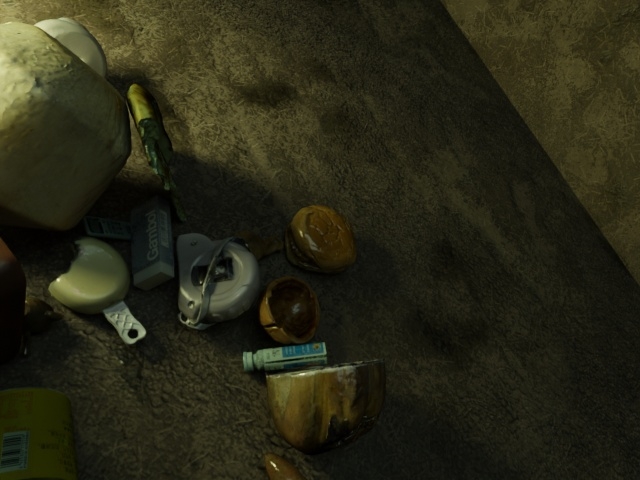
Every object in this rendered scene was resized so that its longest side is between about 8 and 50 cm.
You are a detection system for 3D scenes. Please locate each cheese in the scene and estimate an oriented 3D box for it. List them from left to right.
[{"bbox_3d":[-0.453,0.103,1.073,0.248,0.071,0.163,34,48,-4],"label":"cheese"}]

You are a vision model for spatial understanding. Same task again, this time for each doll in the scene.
[{"bbox_3d":[-0.701,-0.473,1.304,0.251,0.221,0.221,-1,55,-58],"label":"doll"}]

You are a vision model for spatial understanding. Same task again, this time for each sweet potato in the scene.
[{"bbox_3d":[0.000,0.567,0.987,0.341,0.092,0.114,42,22,3],"label":"sweet potato"}]

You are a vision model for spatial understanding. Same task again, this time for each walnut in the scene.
[{"bbox_3d":[-0.087,0.179,1.214,0.167,0.087,0.211,60,28,5],"label":"walnut"}]

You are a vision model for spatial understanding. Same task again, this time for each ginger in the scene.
[{"bbox_3d":[-0.171,0.010,1.318,0.096,0.067,0.165,50,35,11],"label":"ginger"}]

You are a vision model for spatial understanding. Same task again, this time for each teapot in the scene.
[{"bbox_3d":[-0.556,0.166,0.964,0.084,0.080,0.111,1,66,4],"label":"teapot"}]

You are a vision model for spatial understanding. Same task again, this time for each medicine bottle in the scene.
[{"bbox_3d":[-0.079,0.266,1.137,0.190,0.051,0.051,-5,56,-4],"label":"medicine bottle"}]

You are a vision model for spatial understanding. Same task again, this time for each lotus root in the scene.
[{"bbox_3d":[0.023,0.349,1.071,0.271,0.272,0.192,3,66,-29],"label":"lotus root"}]

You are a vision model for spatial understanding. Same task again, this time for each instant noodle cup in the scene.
[{"bbox_3d":[-0.477,0.370,0.784,0.215,0.216,0.236,4,48,-28],"label":"instant noodle cup"}]

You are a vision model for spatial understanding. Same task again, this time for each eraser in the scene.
[{"bbox_3d":[-0.394,0.003,1.166,0.046,0.091,0.213,38,31,-54],"label":"eraser"}]

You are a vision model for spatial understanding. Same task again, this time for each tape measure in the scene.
[{"bbox_3d":[-0.237,0.087,1.159,0.196,0.120,0.236,-9,60,-3],"label":"tape measure"}]

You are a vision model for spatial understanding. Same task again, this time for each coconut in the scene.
[{"bbox_3d":[-0.602,-0.203,1.001,0.415,0.416,0.344,-16,44,-38],"label":"coconut"}]

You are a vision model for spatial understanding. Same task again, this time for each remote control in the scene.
[{"bbox_3d":[-0.488,-0.026,1.155,0.124,0.017,0.053,12,48,-56],"label":"remote control"}]

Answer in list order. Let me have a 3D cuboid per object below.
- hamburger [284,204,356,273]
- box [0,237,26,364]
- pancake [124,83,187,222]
[{"bbox_3d":[0.000,0.001,1.401,0.213,0.108,0.214,20,47,-23],"label":"hamburger"},{"bbox_3d":[-0.637,0.103,0.785,0.239,0.339,0.229,48,45,9],"label":"box"},{"bbox_3d":[-0.375,-0.219,1.166,0.066,0.427,0.305,-21,82,-13],"label":"pancake"}]
